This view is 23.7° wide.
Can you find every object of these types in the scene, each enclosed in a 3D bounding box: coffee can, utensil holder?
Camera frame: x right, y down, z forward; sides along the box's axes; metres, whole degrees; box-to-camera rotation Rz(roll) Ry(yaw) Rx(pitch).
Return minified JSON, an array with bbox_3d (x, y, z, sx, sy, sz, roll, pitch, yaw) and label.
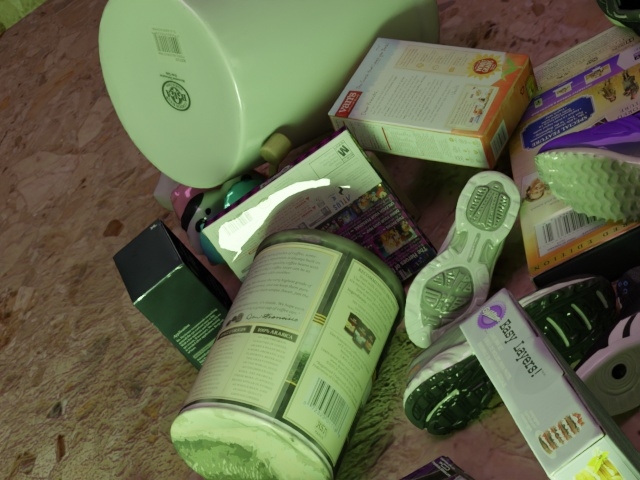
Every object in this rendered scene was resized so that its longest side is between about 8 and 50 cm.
[{"bbox_3d":[-0.035,0.152,1.822,0.201,0.201,0.275,-10,42,40],"label":"coffee can"},{"bbox_3d":[-0.076,-0.282,2.187,0.385,0.328,0.327,-31,22,-36],"label":"utensil holder"}]

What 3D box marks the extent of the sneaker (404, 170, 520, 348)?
[{"bbox_3d":[0.180,0.031,1.877,0.232,0.090,0.115,-60,-10,-2],"label":"sneaker"}]

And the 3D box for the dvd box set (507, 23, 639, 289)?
[{"bbox_3d":[0.381,-0.129,1.872,0.307,0.062,0.420,-28,33,19],"label":"dvd box set"}]

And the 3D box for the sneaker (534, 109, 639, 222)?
[{"bbox_3d":[0.387,-0.108,1.694,0.293,0.102,0.146,-2,42,37],"label":"sneaker"}]

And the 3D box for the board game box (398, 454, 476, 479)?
[{"bbox_3d":[0.130,0.341,1.491,0.208,0.056,0.347,-30,28,-16],"label":"board game box"}]

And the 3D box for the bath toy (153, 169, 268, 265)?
[{"bbox_3d":[-0.162,-0.079,2.305,0.151,0.129,0.348,-15,22,-17],"label":"bath toy"}]

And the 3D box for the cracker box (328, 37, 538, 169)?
[{"bbox_3d":[0.148,-0.183,2.006,0.232,0.067,0.156,12,55,31],"label":"cracker box"}]

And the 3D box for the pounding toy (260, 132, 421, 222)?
[{"bbox_3d":[0.008,-0.086,2.078,0.181,0.206,0.094,11,57,53],"label":"pounding toy"}]

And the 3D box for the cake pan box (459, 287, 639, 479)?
[{"bbox_3d":[0.251,0.194,1.421,0.070,0.246,0.267,-36,32,6],"label":"cake pan box"}]

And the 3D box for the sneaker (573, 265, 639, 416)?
[{"bbox_3d":[0.331,0.100,1.629,0.217,0.079,0.121,-35,27,-8],"label":"sneaker"}]

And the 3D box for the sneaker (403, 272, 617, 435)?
[{"bbox_3d":[0.206,0.109,1.724,0.271,0.100,0.108,-31,27,15],"label":"sneaker"}]

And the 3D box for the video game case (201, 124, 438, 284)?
[{"bbox_3d":[0.000,0.000,1.974,0.232,0.210,0.042,-35,13,9],"label":"video game case"}]

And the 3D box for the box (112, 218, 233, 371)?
[{"bbox_3d":[-0.197,0.077,2.136,0.093,0.158,0.156,-39,30,2],"label":"box"}]

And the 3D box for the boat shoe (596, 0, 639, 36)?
[{"bbox_3d":[0.407,-0.314,1.954,0.084,0.079,0.233,-37,29,7],"label":"boat shoe"}]
